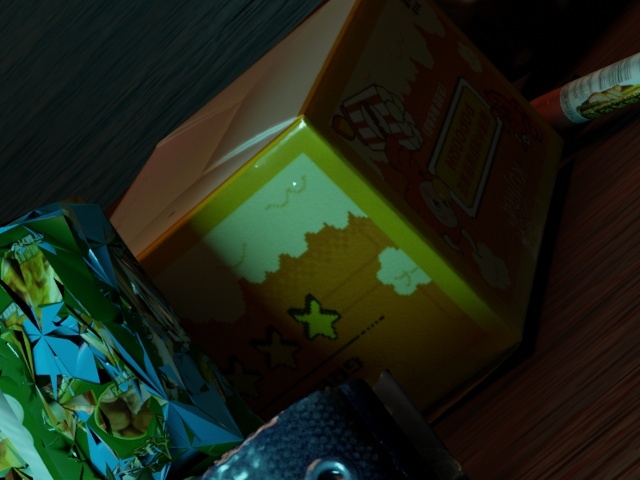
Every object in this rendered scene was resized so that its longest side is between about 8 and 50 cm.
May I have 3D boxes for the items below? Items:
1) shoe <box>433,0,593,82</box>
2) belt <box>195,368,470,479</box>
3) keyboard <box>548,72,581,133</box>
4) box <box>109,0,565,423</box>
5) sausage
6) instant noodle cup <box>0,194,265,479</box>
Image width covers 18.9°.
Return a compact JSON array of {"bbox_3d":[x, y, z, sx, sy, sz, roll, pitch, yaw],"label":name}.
[{"bbox_3d":[0.213,-0.288,1.617,0.384,0.171,0.237,-46,5,-39],"label":"shoe"},{"bbox_3d":[-0.022,0.183,1.028,0.218,0.128,0.122,-42,-17,25],"label":"belt"},{"bbox_3d":[0.117,-0.042,1.490,0.230,0.025,0.093,-41,11,20],"label":"keyboard"},{"bbox_3d":[0.000,0.000,1.307,0.259,0.214,0.283,-36,16,28],"label":"box"},{"bbox_3d":[0.213,-0.110,1.330,0.253,0.034,0.034,-20,28,56],"label":"sausage"},{"bbox_3d":[-0.167,0.094,1.102,0.240,0.178,0.240,-30,-4,-2],"label":"instant noodle cup"}]
